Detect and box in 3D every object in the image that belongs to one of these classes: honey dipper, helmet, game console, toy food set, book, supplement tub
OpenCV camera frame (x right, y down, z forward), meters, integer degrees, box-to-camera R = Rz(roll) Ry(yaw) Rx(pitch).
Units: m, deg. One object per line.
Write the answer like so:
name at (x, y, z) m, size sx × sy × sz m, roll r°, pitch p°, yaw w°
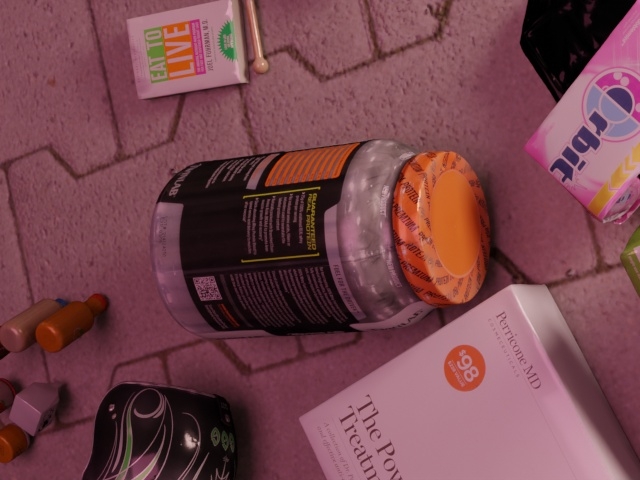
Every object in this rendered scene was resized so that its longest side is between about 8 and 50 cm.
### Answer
honey dipper at (-0.078, -0.264, 1.823) m, size 0.030 × 0.030 × 0.160 m, roll -12°, pitch 87°, yaw 32°
helmet at (-0.175, 0.246, 1.793) m, size 0.169 × 0.169 × 0.161 m, roll 0°, pitch 72°, yaw 32°
game console at (0.344, -0.136, 1.544) m, size 0.213 × 0.044 × 0.361 m, roll -39°, pitch 69°, yaw 27°
toy food set at (-0.344, 0.150, 1.960) m, size 0.111 × 0.104 × 0.232 m, roll 33°, pitch 125°, yaw 15°
book at (-0.150, -0.217, 1.866) m, size 0.144 × 0.035 × 0.096 m, roll -7°, pitch 89°, yaw 31°
supplement tub at (0.000, 0.000, 1.668) m, size 0.316 × 0.193 × 0.193 m, roll -5°, pitch 86°, yaw 33°

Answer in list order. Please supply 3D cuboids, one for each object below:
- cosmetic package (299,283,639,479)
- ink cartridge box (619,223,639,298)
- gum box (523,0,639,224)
cosmetic package at (0.179, 0.273, 1.609) m, size 0.284 × 0.097 × 0.377 m, roll -34°, pitch 71°, yaw 24°
ink cartridge box at (0.422, 0.032, 1.425) m, size 0.255 × 0.097 × 0.189 m, roll -24°, pitch 98°, yaw 30°
gum box at (0.286, -0.115, 1.518) m, size 0.107 × 0.062 × 0.188 m, roll 47°, pitch 113°, yaw 25°
